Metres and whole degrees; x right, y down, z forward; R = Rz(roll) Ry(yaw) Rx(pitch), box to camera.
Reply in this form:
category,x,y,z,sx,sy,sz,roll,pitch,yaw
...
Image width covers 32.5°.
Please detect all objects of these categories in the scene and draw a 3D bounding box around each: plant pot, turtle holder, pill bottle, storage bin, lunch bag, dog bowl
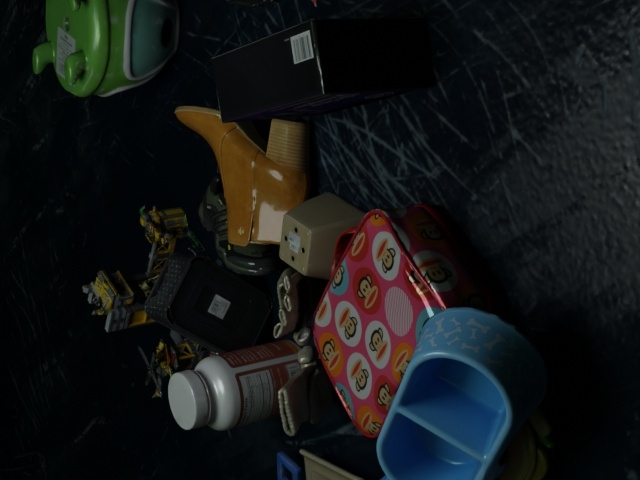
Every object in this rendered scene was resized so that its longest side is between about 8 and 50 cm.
category,x,y,z,sx,sy,sz,roll,pitch,yaw
plant pot,0.000,0.000,1.627,0.109,0.096,0.109,34,125,47
turtle holder,-0.384,-0.421,1.971,0.243,0.228,0.320,-9,90,57
pill bottle,-0.128,0.236,1.763,0.121,0.216,0.121,18,112,53
storage bin,-0.185,0.109,1.831,0.084,0.180,0.122,8,69,54
lunch bag,0.093,0.096,1.493,0.258,0.120,0.293,59,141,29
dog bowl,0.160,0.214,1.327,0.166,0.074,0.297,30,132,14

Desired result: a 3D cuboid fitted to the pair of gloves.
category,x,y,z,sx,sy,sz,roll,pitch,yaw
pair of gloves,-0.020,0.159,1.641,0.042,0.204,0.240,-5,91,16

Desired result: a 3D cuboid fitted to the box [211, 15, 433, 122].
category,x,y,z,sx,sy,sz,roll,pitch,yaw
box,-0.002,-0.230,1.496,0.261,0.184,0.103,-5,96,56

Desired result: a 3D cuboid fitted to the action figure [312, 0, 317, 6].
category,x,y,z,sx,sy,sz,roll,pitch,yaw
action figure,-0.034,-0.485,1.427,0.276,0.248,0.370,-3,92,57

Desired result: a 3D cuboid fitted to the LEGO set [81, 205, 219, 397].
category,x,y,z,sx,sy,sz,roll,pitch,yaw
LEGO set,-0.308,0.102,2.015,0.331,0.192,0.255,56,139,31

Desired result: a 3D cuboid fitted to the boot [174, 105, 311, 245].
category,x,y,z,sx,sy,sz,roll,pitch,yaw
boot,-0.138,-0.101,1.763,0.295,0.104,0.211,15,100,38

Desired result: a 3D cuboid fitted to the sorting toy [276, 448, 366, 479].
category,x,y,z,sx,sy,sz,roll,pitch,yaw
sorting toy,0.042,0.431,1.715,0.348,0.047,0.195,12,114,57

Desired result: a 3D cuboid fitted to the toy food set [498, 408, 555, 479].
category,x,y,z,sx,sy,sz,roll,pitch,yaw
toy food set,0.244,0.253,1.392,0.132,0.039,0.192,59,146,40

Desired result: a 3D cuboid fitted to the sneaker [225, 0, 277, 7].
category,x,y,z,sx,sy,sz,roll,pitch,yaw
sneaker,-0.079,-0.432,1.670,0.221,0.083,0.087,-38,53,47

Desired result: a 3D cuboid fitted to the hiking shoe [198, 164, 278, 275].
category,x,y,z,sx,sy,sz,roll,pitch,yaw
hiking shoe,-0.138,-0.034,1.829,0.227,0.086,0.114,49,138,39

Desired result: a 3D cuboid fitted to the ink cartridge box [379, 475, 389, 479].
category,x,y,z,sx,sy,sz,roll,pitch,yaw
ink cartridge box,0.144,0.434,1.384,0.307,0.223,0.129,16,133,53
